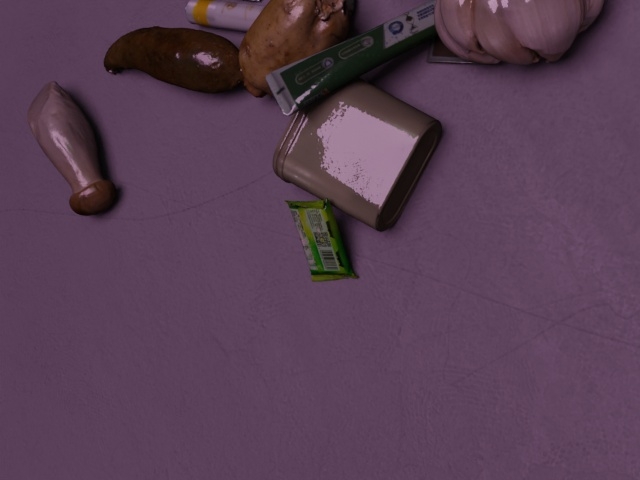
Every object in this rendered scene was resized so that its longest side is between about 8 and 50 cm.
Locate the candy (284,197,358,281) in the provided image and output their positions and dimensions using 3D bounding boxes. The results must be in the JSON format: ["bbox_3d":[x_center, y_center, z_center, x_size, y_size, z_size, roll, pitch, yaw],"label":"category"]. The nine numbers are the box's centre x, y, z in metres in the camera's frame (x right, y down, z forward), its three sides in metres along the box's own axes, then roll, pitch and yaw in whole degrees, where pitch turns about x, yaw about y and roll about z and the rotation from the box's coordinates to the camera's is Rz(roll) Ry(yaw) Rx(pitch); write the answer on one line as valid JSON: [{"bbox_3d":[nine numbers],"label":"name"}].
[{"bbox_3d":[0.000,-0.001,1.645,0.102,0.032,0.178,0,119,37],"label":"candy"}]

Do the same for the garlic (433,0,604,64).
[{"bbox_3d":[0.335,-0.378,1.458,0.281,0.184,0.203,-21,113,11],"label":"garlic"}]

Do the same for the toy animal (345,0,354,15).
[{"bbox_3d":[0.040,-0.501,1.703,0.176,0.073,0.216,7,94,27],"label":"toy animal"}]

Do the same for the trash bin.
[{"bbox_3d":[0.067,-0.172,1.627,0.247,0.121,0.243,31,99,24],"label":"trash bin"}]

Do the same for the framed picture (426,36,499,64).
[{"bbox_3d":[0.274,-0.410,1.599,0.142,0.011,0.183,9,88,29],"label":"framed picture"}]

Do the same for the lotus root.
[{"bbox_3d":[-0.058,-0.371,1.667,0.160,0.146,0.284,42,131,-8],"label":"lotus root"}]

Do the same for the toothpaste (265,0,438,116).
[{"bbox_3d":[0.092,-0.343,1.583,0.392,0.061,0.098,-27,66,-1],"label":"toothpaste"}]

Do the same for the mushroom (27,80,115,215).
[{"bbox_3d":[-0.565,-0.215,1.975,0.128,0.128,0.350,-33,74,21],"label":"mushroom"}]

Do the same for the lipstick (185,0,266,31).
[{"bbox_3d":[-0.160,-0.460,1.814,0.264,0.059,0.059,16,92,29],"label":"lipstick"}]

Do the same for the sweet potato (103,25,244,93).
[{"bbox_3d":[-0.321,-0.386,1.860,0.423,0.130,0.130,12,90,31],"label":"sweet potato"}]
